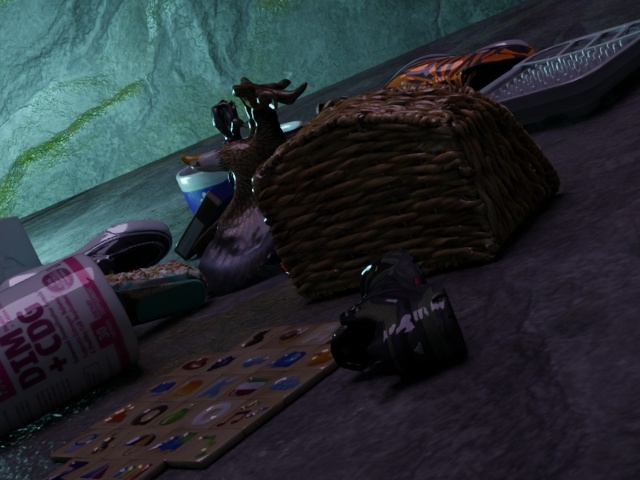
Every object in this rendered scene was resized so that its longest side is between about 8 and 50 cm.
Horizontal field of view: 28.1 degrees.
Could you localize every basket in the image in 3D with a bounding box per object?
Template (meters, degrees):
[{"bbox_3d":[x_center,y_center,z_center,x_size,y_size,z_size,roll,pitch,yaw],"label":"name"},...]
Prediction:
[{"bbox_3d":[0.096,-0.085,1.534,0.299,0.213,0.223,-14,16,37],"label":"basket"}]

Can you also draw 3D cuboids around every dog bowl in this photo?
[{"bbox_3d":[-0.134,-0.129,2.430,0.264,0.104,0.265,-22,12,5],"label":"dog bowl"}]

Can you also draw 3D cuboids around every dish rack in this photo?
[{"bbox_3d":[0.397,-0.258,2.069,0.285,0.072,0.333,-10,18,45],"label":"dish rack"}]

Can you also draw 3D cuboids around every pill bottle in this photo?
[{"bbox_3d":[-0.379,0.145,1.559,0.283,0.160,0.160,-28,13,-19],"label":"pill bottle"}]

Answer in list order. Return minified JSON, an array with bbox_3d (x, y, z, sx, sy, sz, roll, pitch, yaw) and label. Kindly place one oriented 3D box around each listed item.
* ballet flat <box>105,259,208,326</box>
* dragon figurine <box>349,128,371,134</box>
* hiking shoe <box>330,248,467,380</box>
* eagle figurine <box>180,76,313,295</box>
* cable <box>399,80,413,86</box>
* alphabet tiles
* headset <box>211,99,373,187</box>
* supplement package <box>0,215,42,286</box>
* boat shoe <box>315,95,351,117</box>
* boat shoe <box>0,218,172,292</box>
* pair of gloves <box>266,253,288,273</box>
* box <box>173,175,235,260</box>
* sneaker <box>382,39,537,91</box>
[{"bbox_3d":[-0.271,0.078,1.745,0.241,0.091,0.077,-7,29,-28],"label":"ballet flat"},{"bbox_3d":[0.073,-0.093,1.921,0.289,0.144,0.085,-39,4,33],"label":"dragon figurine"},{"bbox_3d":[0.055,0.072,1.234,0.114,0.086,0.227,-22,12,-8],"label":"hiking shoe"},{"bbox_3d":[-0.099,-0.086,1.868,0.225,0.298,0.226,9,14,40],"label":"eagle figurine"},{"bbox_3d":[0.173,-0.180,2.047,0.072,0.139,0.287,-39,10,20],"label":"cable"},{"bbox_3d":[-0.124,0.170,1.333,0.342,0.011,0.285,-33,15,-39],"label":"alphabet tiles"},{"bbox_3d":[-0.018,-0.163,2.114,0.243,0.185,0.394,-24,-5,40],"label":"headset"},{"bbox_3d":[-0.612,0.075,2.179,0.203,0.149,0.194,-29,-4,21],"label":"supplement package"},{"bbox_3d":[0.046,-0.225,2.475,0.123,0.116,0.324,-28,13,-20],"label":"boat shoe"},{"bbox_3d":[-0.365,0.066,2.045,0.301,0.108,0.102,-23,44,-17],"label":"boat shoe"},{"bbox_3d":[0.000,0.000,1.812,0.159,0.023,0.198,-26,13,-11],"label":"pair of gloves"},{"bbox_3d":[-0.156,-0.062,2.191,0.136,0.036,0.225,-56,-10,34],"label":"box"},{"bbox_3d":[0.246,-0.286,2.349,0.321,0.125,0.180,-20,11,15],"label":"sneaker"}]
